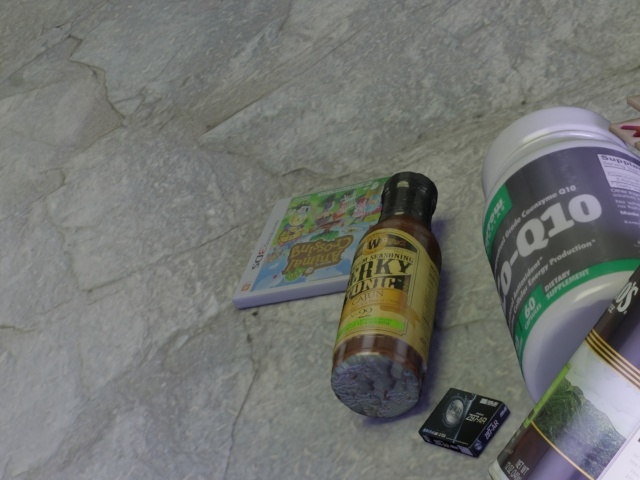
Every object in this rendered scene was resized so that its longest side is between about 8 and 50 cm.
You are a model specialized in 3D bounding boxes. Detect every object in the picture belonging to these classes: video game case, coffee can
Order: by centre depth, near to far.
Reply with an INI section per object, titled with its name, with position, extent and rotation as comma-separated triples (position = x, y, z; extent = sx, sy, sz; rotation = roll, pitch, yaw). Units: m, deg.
[coffee can]
position = 0.310, 0.155, 1.546
extent = 0.275, 0.201, 0.201
rotation = -55, 32, 7
[video game case]
position = 0.000, 0.000, 2.278
extent = 0.212, 0.023, 0.193
rotation = -11, 40, 34

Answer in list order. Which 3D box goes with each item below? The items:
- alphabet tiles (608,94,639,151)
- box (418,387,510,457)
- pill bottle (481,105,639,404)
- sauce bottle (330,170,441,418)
[alphabet tiles]
position = 0.500, -0.128, 1.845
extent = 0.342, 0.011, 0.285
rotation = -13, 27, -17
[box]
position = 0.156, 0.198, 1.881
extent = 0.083, 0.018, 0.067
rotation = 12, 56, 50
[pill bottle]
position = 0.282, 0.021, 1.819
extent = 0.204, 0.204, 0.361
rotation = -28, 33, 12
[sauce bottle]
position = 0.086, 0.053, 2.050
extent = 0.111, 0.111, 0.344
rotation = -19, 35, 25
